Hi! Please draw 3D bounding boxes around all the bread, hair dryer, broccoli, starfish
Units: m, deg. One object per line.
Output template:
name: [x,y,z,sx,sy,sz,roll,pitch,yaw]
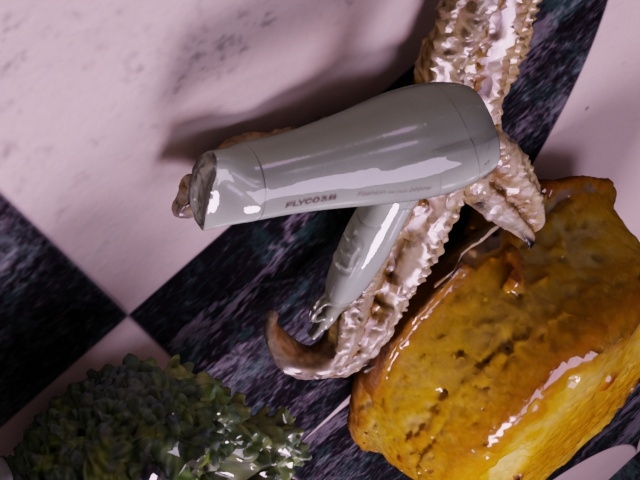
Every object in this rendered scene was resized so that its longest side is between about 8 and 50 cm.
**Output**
bread: [0.199,0.107,1.485,0.337,0.204,0.358,-34,154,-33]
hair dryer: [0.000,0.000,1.012,0.206,0.075,0.237,-16,147,-24]
broccoli: [-0.099,0.210,1.099,0.375,0.302,0.249,92,5,-49]
starfish: [0.043,-0.067,1.085,0.324,0.082,0.432,-32,148,-10]

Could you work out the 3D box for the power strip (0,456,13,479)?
power strip: [-0.274,0.162,0.838,0.224,0.140,0.139,-11,115,-53]
